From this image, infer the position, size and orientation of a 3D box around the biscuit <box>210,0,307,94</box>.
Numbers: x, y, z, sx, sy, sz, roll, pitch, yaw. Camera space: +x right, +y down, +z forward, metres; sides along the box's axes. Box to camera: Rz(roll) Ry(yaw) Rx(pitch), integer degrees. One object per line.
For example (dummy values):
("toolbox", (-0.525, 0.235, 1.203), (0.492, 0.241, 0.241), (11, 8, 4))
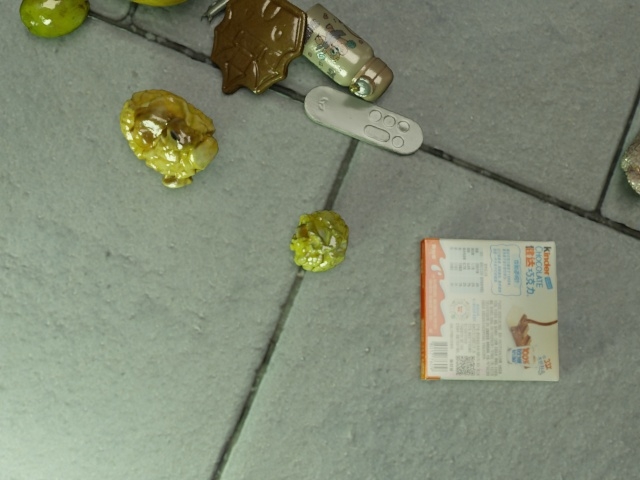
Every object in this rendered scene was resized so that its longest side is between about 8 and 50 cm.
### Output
("biscuit", (-0.128, -0.370, 1.722), (0.182, 0.034, 0.215), (37, 106, 16))

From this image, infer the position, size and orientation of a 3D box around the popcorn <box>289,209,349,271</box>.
("popcorn", (0.000, 0.000, 1.692), (0.121, 0.106, 0.116), (-32, 96, -10))

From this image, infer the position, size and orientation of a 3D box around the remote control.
("remote control", (0.084, -0.234, 1.776), (0.245, 0.022, 0.077), (22, 79, -3))

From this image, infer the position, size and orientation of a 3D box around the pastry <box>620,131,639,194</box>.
("pastry", (0.680, -0.184, 1.794), (0.103, 0.112, 0.265), (40, 73, -8))

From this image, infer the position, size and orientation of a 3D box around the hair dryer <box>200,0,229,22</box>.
("hair dryer", (-0.100, -0.549, 1.770), (0.357, 0.107, 0.173), (-39, 85, -4))

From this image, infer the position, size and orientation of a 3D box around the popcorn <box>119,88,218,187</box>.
("popcorn", (-0.270, -0.193, 1.677), (0.194, 0.163, 0.140), (25, 57, 29))

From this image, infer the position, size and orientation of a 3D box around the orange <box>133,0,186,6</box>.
("orange", (-0.314, -0.563, 1.651), (0.279, 0.279, 0.235), (20, 80, -3))

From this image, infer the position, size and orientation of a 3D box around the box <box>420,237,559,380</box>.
("box", (0.323, 0.133, 1.738), (0.265, 0.048, 0.273), (3, 81, -6))

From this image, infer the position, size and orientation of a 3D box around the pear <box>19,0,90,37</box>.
("pear", (-0.498, -0.435, 1.696), (0.131, 0.107, 0.107), (-26, 86, -6))

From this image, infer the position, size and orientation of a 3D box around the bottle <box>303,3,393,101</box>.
("bottle", (0.043, -0.353, 1.744), (0.209, 0.097, 0.110), (40, 41, 1))
